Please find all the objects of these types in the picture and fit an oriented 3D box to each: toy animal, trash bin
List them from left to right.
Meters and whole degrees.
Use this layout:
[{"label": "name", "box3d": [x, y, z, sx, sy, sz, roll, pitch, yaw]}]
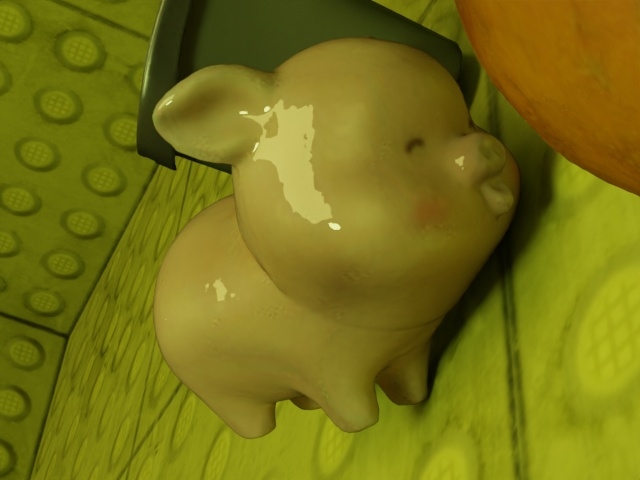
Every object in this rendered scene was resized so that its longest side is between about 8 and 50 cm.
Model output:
[{"label": "trash bin", "box3d": [-0.028, -0.140, 1.032, 0.220, 0.250, 0.219, -136, 67, -80]}, {"label": "toy animal", "box3d": [0.000, 0.000, 0.846, 0.326, 0.269, 0.237, -20, 4, 41]}]

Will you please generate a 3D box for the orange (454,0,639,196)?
[{"label": "orange", "box3d": [0.168, -0.143, 0.420, 0.284, 0.226, 0.284, 11, 102, 59]}]
